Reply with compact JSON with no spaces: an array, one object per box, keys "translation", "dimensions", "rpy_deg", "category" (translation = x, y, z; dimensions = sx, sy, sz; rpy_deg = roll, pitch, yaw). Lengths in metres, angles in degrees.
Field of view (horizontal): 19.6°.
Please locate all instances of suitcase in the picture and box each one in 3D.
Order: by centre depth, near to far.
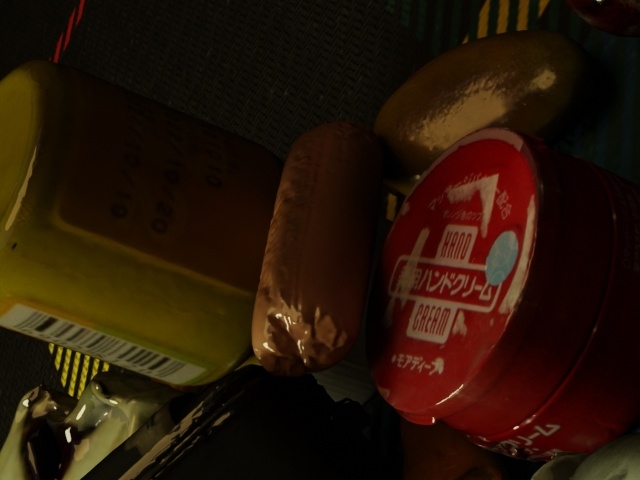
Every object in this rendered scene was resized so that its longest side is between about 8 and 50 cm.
[{"translation":[-0.130,0.272,1.458],"dimensions":[0.434,0.194,0.283],"rpy_deg":[-42,-10,6],"category":"suitcase"}]

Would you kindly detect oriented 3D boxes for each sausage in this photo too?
[{"translation":[0.001,-0.001,1.448],"dimensions":[0.086,0.086,0.289],"rpy_deg":[-51,16,31],"category":"sausage"}]

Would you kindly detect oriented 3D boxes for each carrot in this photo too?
[{"translation":[0.099,0.171,1.417],"dimensions":[0.087,0.087,0.193],"rpy_deg":[-53,33,28],"category":"carrot"}]

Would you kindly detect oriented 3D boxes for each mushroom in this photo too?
[{"translation":[-0.197,0.259,1.721],"dimensions":[0.217,0.212,0.292],"rpy_deg":[13,97,53],"category":"mushroom"}]

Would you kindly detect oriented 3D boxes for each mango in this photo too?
[{"translation":[0.136,-0.107,1.533],"dimensions":[0.227,0.099,0.136],"rpy_deg":[-26,45,43],"category":"mango"}]

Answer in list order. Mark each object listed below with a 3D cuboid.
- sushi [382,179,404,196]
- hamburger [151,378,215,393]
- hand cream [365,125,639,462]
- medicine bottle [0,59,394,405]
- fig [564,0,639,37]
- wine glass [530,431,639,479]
[{"translation":[0.082,-0.063,1.654],"dimensions":[0.099,0.047,0.050],"rpy_deg":[-123,41,-58],"category":"sushi"},{"translation":[-0.099,0.112,1.812],"dimensions":[0.166,0.087,0.137],"rpy_deg":[-47,35,38],"category":"hamburger"},{"translation":[0.150,0.041,1.349],"dimensions":[0.230,0.149,0.230],"rpy_deg":[-42,39,45],"category":"hand cream"},{"translation":[-0.118,0.009,1.595],"dimensions":[0.224,0.384,0.224],"rpy_deg":[-41,38,42],"category":"medicine bottle"},{"translation":[0.244,-0.268,1.425],"dimensions":[0.170,0.145,0.274],"rpy_deg":[-53,18,25],"category":"fig"},{"translation":[0.218,0.174,1.168],"dimensions":[0.204,0.111,0.111],"rpy_deg":[-19,55,58],"category":"wine glass"}]
